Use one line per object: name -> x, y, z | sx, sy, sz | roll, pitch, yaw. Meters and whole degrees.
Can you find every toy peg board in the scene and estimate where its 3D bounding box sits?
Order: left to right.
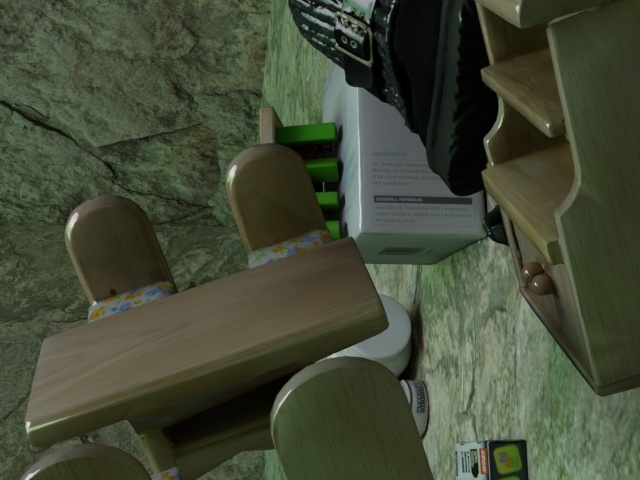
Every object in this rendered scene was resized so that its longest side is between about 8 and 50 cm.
toy peg board -> -0.014, -0.050, 1.161 | 0.160, 0.079, 0.161 | 56, -148, -77

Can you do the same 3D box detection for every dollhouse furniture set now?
dollhouse furniture set -> 0.000, 0.000, 0.651 | 0.362, 0.394, 0.256 | -110, 2, -67

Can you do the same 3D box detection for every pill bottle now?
pill bottle -> 0.056, 0.150, 1.396 | 0.208, 0.118, 0.117 | 106, 162, -62

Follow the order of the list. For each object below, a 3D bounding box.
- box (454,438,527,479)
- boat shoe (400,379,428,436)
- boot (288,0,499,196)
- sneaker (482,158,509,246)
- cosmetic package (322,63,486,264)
box -> 0.161, 0.290, 0.975 | 0.114, 0.036, 0.206 | 127, 142, -75
boat shoe -> 0.061, 0.260, 1.383 | 0.267, 0.088, 0.096 | 118, 153, -58
boot -> 0.082, -0.225, 0.871 | 0.260, 0.131, 0.348 | 54, 153, 29
sneaker -> 0.168, -0.067, 0.807 | 0.072, 0.077, 0.178 | -113, 25, -66
cosmetic package -> 0.083, -0.098, 1.168 | 0.224, 0.138, 0.224 | 133, 138, -77
